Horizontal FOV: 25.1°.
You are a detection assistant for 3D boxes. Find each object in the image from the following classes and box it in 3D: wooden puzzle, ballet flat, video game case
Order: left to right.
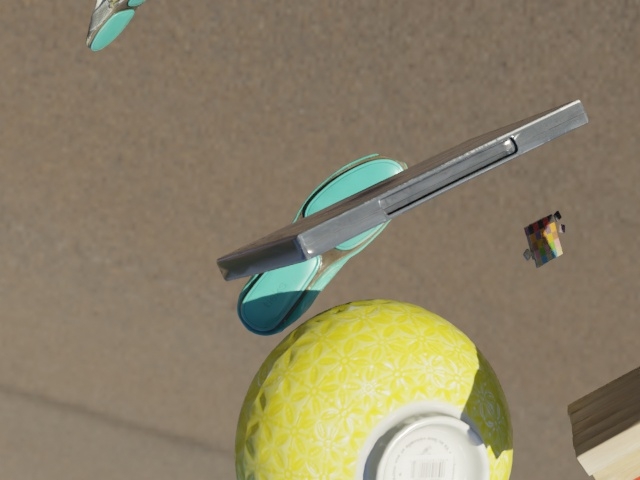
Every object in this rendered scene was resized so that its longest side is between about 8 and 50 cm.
[{"bbox_3d":[-0.182,-0.222,1.315,0.041,0.041,0.114,25,129,-35],"label":"ballet flat"},{"bbox_3d":[0.000,0.000,1.566,0.083,0.247,0.087,42,-177,-1],"label":"ballet flat"},{"bbox_3d":[0.064,-0.039,1.190,0.274,0.026,0.196,-27,-176,-23],"label":"video game case"},{"bbox_3d":[0.257,0.000,1.654,0.083,0.049,0.006,-25,-168,-41],"label":"wooden puzzle"}]

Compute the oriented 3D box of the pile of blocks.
[{"bbox_3d":[0.380,0.113,1.245,0.113,0.362,0.149,54,172,-12],"label":"pile of blocks"}]

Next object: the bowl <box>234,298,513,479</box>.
[{"bbox_3d":[0.077,0.209,1.374,0.289,0.290,0.156,16,179,-23],"label":"bowl"}]
